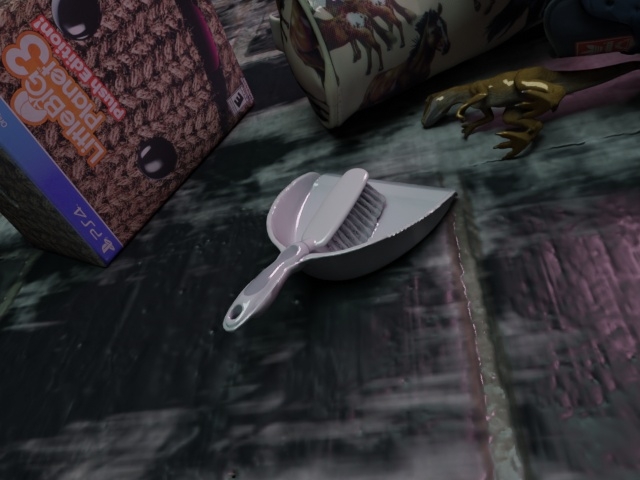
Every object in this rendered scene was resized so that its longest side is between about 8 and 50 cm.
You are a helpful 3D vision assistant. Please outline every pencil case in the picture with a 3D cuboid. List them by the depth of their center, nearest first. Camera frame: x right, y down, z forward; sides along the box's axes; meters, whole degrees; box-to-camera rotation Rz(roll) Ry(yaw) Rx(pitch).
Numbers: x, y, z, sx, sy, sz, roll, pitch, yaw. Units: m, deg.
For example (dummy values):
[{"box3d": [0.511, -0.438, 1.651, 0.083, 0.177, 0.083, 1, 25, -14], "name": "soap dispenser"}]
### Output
[{"box3d": [0.143, -0.286, 0.553, 0.410, 0.160, 0.184, -29, 58, -5], "name": "pencil case"}]

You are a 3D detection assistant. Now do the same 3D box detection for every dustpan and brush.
[{"box3d": [0.000, 0.000, 0.397, 0.147, 0.060, 0.211, 12, 53, 33], "name": "dustpan and brush"}]

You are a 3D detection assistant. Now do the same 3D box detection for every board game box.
[{"box3d": [-0.239, -0.163, 0.545, 0.141, 0.232, 0.291, 10, 52, 32], "name": "board game box"}]

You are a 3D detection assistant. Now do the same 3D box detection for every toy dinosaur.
[{"box3d": [0.188, -0.132, 0.447, 0.211, 0.064, 0.112, -3, 44, 22], "name": "toy dinosaur"}]

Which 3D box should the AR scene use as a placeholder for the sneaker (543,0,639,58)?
[{"box3d": [0.268, -0.179, 0.393, 0.350, 0.131, 0.148, 46, 104, 22], "name": "sneaker"}]
